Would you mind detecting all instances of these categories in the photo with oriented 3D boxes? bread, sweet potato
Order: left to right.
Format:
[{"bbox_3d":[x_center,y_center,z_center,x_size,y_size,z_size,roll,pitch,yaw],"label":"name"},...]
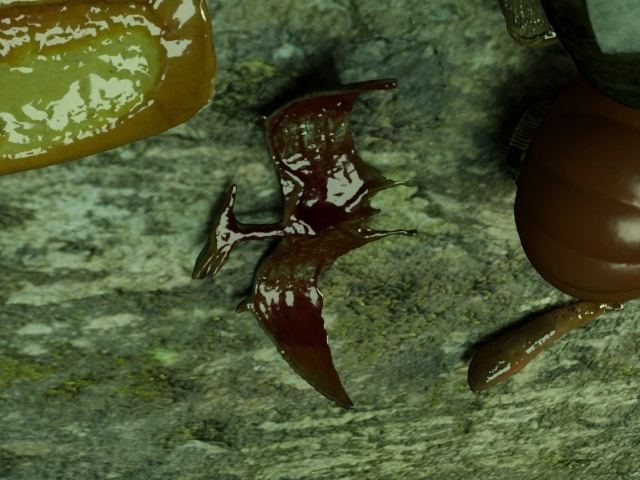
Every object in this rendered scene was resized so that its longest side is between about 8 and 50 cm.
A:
[{"bbox_3d":[-0.209,-0.119,0.487,0.288,0.119,0.153,-14,132,-11],"label":"bread"},{"bbox_3d":[0.267,0.116,0.980,0.214,0.050,0.050,-30,137,-2],"label":"sweet potato"}]

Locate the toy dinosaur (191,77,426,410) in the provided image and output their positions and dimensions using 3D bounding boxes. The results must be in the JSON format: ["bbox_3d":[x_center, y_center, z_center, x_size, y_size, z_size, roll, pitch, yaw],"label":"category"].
[{"bbox_3d":[0.009,-0.005,0.699,0.206,0.113,0.327,14,124,-33],"label":"toy dinosaur"}]

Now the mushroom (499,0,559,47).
[{"bbox_3d":[0.145,-0.235,0.567,0.084,0.071,0.209,-33,133,2],"label":"mushroom"}]

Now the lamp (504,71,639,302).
[{"bbox_3d":[0.262,-0.053,0.699,0.223,0.196,0.223,-45,150,-35],"label":"lamp"}]

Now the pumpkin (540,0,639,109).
[{"bbox_3d":[0.246,-0.203,0.497,0.260,0.189,0.260,-14,109,-47],"label":"pumpkin"}]
